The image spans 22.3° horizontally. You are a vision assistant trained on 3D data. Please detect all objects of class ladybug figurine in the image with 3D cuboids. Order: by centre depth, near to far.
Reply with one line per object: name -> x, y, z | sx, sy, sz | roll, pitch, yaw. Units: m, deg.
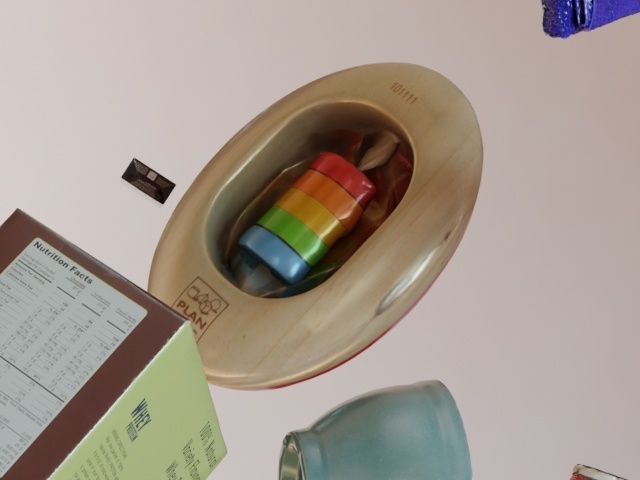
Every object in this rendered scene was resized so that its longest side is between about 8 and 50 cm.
ladybug figurine -> 0.000, 0.000, 1.808 | 0.305, 0.449, 0.162 | 41, -11, 32

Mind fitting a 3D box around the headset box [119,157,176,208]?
headset box -> -0.213, -0.070, 1.994 | 0.062, 0.032, 0.083 | 33, -8, -6

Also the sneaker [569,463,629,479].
sneaker -> 0.333, 0.346, 1.689 | 0.107, 0.118, 0.279 | 8, -39, 55

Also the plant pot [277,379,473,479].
plant pot -> 0.055, 0.325, 2.053 | 0.196, 0.293, 0.293 | 0, 7, -13

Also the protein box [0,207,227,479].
protein box -> -0.180, 0.130, 0.985 | 0.136, 0.201, 0.200 | 32, -23, 20

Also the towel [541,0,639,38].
towel -> 0.352, -0.418, 2.019 | 0.076, 0.308, 0.227 | 13, 26, 43
